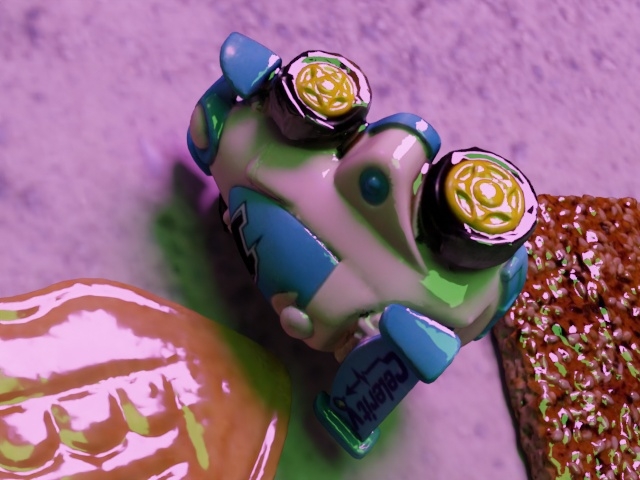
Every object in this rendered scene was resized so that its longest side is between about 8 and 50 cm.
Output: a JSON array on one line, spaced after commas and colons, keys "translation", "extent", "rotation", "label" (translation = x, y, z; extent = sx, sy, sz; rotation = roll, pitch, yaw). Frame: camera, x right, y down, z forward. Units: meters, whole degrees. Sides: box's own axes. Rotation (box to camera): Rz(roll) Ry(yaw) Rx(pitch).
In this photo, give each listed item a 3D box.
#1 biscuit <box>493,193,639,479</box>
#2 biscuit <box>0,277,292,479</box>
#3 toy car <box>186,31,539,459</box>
[{"translation": [0.148, 0.079, 0.685], "extent": [0.131, 0.025, 0.231], "rotation": [1, 65, -31], "label": "biscuit"}, {"translation": [-0.101, 0.084, 0.529], "extent": [0.220, 0.029, 0.142], "rotation": [-6, 68, -34], "label": "biscuit"}, {"translation": [0.000, 0.000, 0.576], "extent": [0.161, 0.126, 0.098], "rotation": [37, 54, 1], "label": "toy car"}]
